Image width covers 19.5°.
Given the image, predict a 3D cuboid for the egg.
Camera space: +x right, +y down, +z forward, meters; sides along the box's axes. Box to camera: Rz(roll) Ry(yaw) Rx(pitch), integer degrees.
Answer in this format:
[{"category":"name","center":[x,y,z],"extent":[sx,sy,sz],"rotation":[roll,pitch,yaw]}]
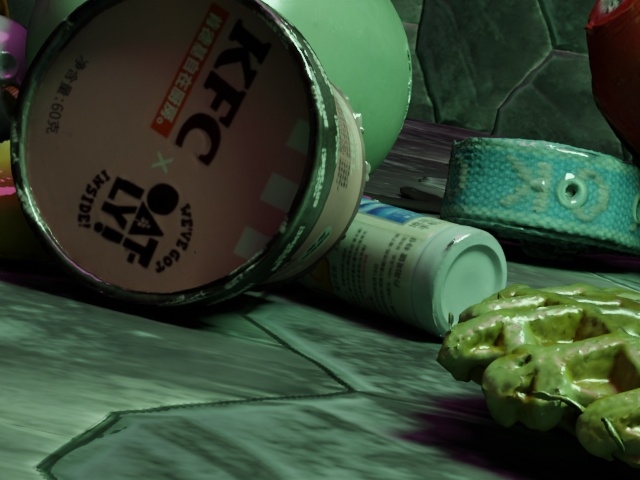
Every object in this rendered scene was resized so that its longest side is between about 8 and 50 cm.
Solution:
[{"category":"egg","center":[-0.059,-0.108,1.172],"extent":[0.203,0.203,0.283],"rotation":[17,7,41]}]

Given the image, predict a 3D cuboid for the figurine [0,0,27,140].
[{"category":"figurine","center":[-0.293,-0.138,1.459],"extent":[0.143,0.143,0.271],"rotation":[5,33,-38]}]

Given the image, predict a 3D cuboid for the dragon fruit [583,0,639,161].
[{"category":"dragon fruit","center":[0.307,-0.133,1.360],"extent":[0.227,0.224,0.224],"rotation":[47,-5,-18]}]

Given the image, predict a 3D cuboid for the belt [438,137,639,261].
[{"category":"belt","center":[0.168,-0.026,1.365],"extent":[0.163,0.082,0.148],"rotation":[8,-2,-16]}]

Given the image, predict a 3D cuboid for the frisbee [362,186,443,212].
[{"category":"frisbee","center":[0.101,-0.032,1.599],"extent":[0.211,0.012,0.187],"rotation":[8,7,-15]}]

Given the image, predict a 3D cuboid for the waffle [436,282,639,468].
[{"category":"waffle","center":[0.154,0.063,0.711],"extent":[0.214,0.054,0.208],"rotation":[20,7,26]}]

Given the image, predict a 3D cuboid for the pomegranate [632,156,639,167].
[{"category":"pomegranate","center":[0.373,-0.091,1.594],"extent":[0.231,0.230,0.286],"rotation":[11,8,2]}]

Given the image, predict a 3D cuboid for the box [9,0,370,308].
[{"category":"box","center":[-0.052,-0.041,0.887],"extent":[0.151,0.151,0.135],"rotation":[13,-1,17]}]

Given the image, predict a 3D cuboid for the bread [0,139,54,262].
[{"category":"bread","center":[-0.164,-0.024,0.925],"extent":[0.082,0.056,0.115],"rotation":[7,7,-22]}]

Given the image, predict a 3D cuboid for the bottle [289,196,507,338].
[{"category":"bottle","center":[0.000,0.000,0.978],"extent":[0.060,0.060,0.217],"rotation":[4,9,-46]}]
